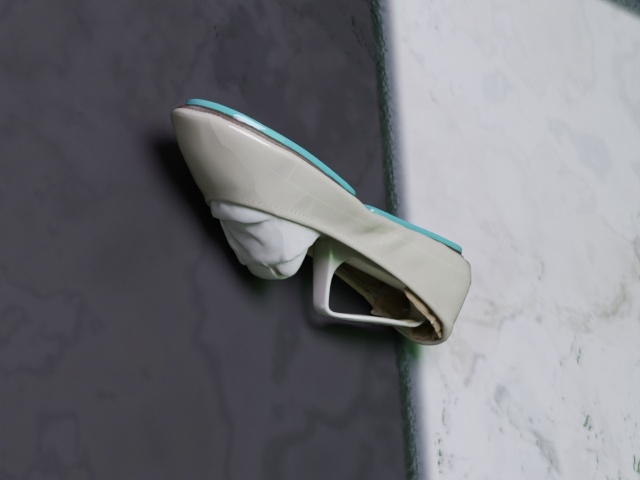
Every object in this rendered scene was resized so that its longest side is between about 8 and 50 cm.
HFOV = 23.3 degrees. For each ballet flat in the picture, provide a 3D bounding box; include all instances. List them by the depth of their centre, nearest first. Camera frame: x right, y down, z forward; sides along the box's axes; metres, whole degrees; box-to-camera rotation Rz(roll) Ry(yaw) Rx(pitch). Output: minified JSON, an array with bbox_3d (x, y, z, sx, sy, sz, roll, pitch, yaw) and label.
[{"bbox_3d":[0.000,0.000,0.944,0.248,0.086,0.086,28,54,-36],"label":"ballet flat"}]
